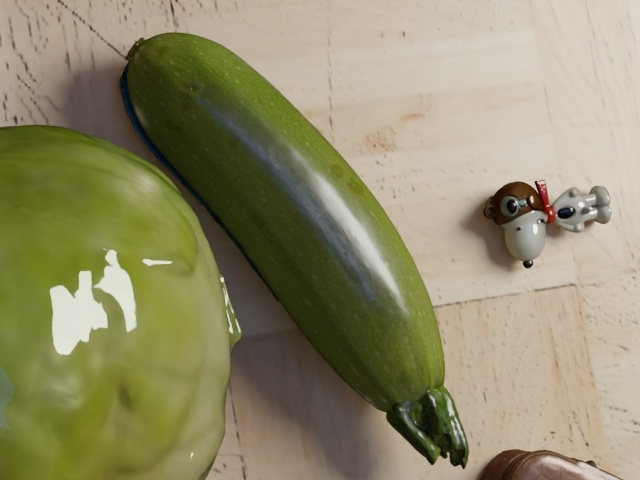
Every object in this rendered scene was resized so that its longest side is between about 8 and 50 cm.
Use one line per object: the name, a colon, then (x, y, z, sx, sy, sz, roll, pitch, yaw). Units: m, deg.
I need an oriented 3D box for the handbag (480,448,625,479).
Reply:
handbag: (0.180, 0.230, 1.240, 0.193, 0.072, 0.151, 29, 78, -12)

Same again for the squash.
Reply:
squash: (0.000, 0.000, 1.209, 0.094, 0.094, 0.341, -39, 92, -15)

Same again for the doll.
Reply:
doll: (0.153, -0.021, 1.275, 0.085, 0.040, 0.058, -29, 105, -11)

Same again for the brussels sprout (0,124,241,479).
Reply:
brussels sprout: (-0.192, 0.080, 1.080, 0.273, 0.242, 0.317, 25, 74, -36)
